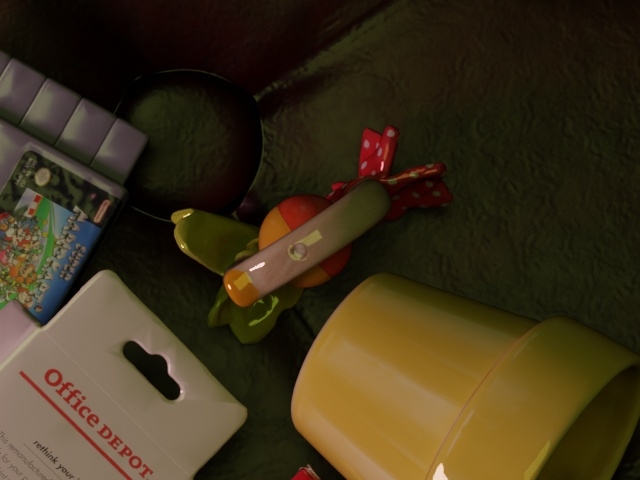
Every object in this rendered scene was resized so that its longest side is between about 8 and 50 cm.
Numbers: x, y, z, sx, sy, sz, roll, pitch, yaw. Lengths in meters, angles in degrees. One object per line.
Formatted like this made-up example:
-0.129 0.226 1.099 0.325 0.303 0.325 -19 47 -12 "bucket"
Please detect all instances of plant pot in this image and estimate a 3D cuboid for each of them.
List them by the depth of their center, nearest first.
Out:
0.115 0.151 1.707 0.239 0.254 0.254 31 81 22 "plant pot"

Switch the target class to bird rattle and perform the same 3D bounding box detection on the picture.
0.000 0.000 1.760 0.253 0.207 0.143 -23 97 6 "bird rattle"

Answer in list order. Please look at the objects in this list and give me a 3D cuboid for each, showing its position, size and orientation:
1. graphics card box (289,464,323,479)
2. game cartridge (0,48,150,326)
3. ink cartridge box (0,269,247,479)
-0.062 0.405 1.725 0.233 0.094 0.371 44 82 8 "graphics card box"
-0.330 0.005 1.805 0.230 0.068 0.355 29 79 -2 "game cartridge"
-0.259 0.199 1.721 0.353 0.119 0.207 -44 111 -7 "ink cartridge box"
